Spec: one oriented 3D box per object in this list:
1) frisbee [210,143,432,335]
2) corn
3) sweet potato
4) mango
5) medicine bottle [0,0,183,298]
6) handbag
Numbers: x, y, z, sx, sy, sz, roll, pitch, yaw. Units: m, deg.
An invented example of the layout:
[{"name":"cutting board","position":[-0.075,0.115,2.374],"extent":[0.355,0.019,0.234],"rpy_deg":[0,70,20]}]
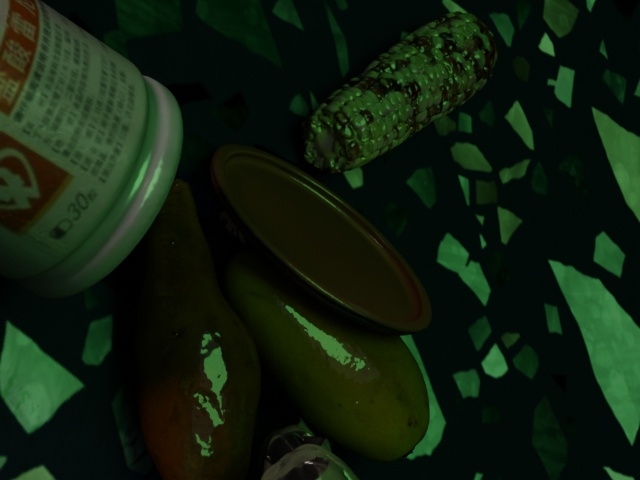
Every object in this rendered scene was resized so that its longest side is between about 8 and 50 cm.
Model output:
[{"name":"frisbee","position":[0.000,0.000,1.738],"extent":[0.251,0.021,0.251],"rpy_deg":[34,20,-15]},{"name":"corn","position":[0.084,-0.151,1.920],"extent":[0.280,0.092,0.092],"rpy_deg":[-36,103,-44]},{"name":"sweet potato","position":[-0.105,0.111,1.624],"extent":[0.112,0.112,0.359],"rpy_deg":[3,74,-45]},{"name":"mango","position":[0.003,0.099,1.733],"extent":[0.253,0.113,0.138],"rpy_deg":[46,27,-20]},{"name":"medicine bottle","position":[-0.281,-0.109,1.450],"extent":[0.316,0.202,0.202],"rpy_deg":[33,55,-35]},{"name":"handbag","position":[0.021,0.282,1.597],"extent":[0.109,0.316,0.253],"rpy_deg":[-28,97,-4]}]
